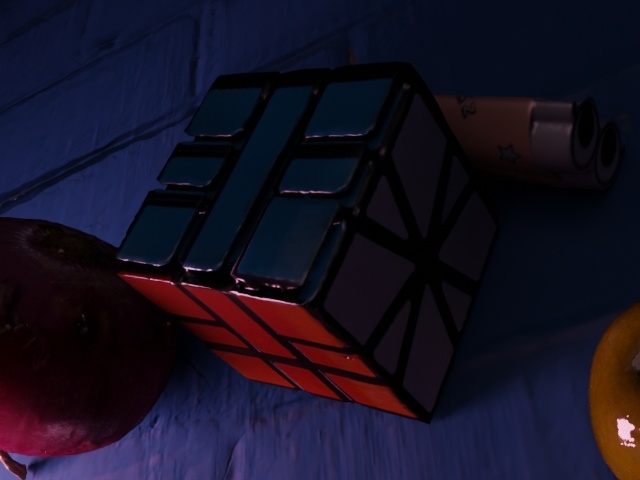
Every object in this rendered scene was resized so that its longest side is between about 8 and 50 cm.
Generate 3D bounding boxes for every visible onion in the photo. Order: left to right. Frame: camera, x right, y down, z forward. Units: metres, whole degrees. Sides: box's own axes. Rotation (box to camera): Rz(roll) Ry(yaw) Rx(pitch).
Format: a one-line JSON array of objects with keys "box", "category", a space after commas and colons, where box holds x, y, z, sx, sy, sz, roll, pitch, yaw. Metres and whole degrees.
[{"box": [-0.370, 0.130, 0.986, 0.358, 0.358, 0.345, 25, 76, 44], "category": "onion"}]

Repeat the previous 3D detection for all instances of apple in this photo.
[{"box": [0.315, 0.130, 0.646, 0.196, 0.157, 0.197, -24, 48, 29], "category": "apple"}]

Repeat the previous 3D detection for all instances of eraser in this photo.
[{"box": [0.190, -0.122, 0.932, 0.290, 0.171, 0.087, 12, 88, 40], "category": "eraser"}]

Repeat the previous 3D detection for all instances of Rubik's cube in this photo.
[{"box": [0.000, 0.000, 0.875, 0.283, 0.293, 0.289, 8, 63, 36], "category": "Rubik's cube"}]
